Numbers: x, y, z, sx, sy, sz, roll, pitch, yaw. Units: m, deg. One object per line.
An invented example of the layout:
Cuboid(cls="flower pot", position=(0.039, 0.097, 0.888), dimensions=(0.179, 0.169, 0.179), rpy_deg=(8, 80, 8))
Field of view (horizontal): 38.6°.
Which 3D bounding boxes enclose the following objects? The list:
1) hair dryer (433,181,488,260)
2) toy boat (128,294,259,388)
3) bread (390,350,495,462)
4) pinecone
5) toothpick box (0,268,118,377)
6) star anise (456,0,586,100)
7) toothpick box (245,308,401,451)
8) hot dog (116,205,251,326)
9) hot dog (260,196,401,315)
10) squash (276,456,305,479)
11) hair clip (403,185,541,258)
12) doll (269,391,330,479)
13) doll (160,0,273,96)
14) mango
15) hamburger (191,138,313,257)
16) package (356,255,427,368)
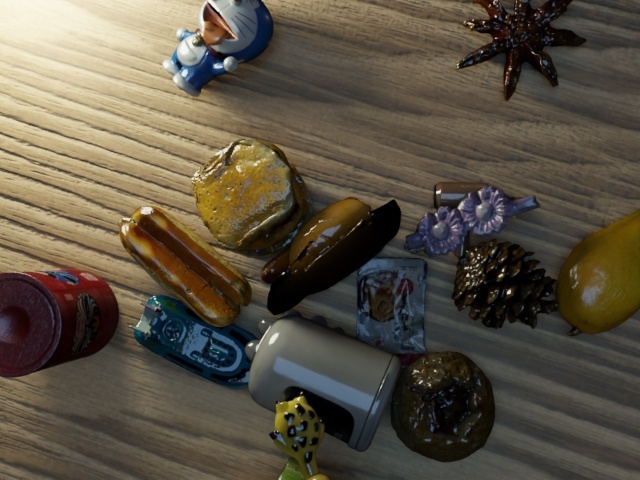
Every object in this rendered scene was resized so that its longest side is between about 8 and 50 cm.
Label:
Cuboid(cls="hair dryer", position=(0.295, -0.032, 1.927), dimensions=(0.117, 0.064, 0.182), rpy_deg=(1, 95, 7))
Cuboid(cls="toy boat", position=(-0.261, 0.225, 1.967), dimensions=(0.298, 0.092, 0.134), rpy_deg=(23, 88, 7))
Cuboid(cls="bread", position=(0.255, 0.344, 1.870), dimensions=(0.229, 0.123, 0.230), rpy_deg=(-1, 93, -11))
Cuboid(cls="pinecone", position=(0.373, 0.096, 1.859), dimensions=(0.204, 0.184, 0.179), rpy_deg=(29, 87, -19))
Cuboid(cls="toothpick box", position=(-0.563, 0.160, 1.877), dimensions=(0.204, 0.333, 0.204), rpy_deg=(0, 88, 5))
Cuboid(cls="star anise", position=(0.409, -0.433, 1.906), dimensions=(0.288, 0.088, 0.288), rpy_deg=(0, 88, 8))
Cuboid(cls="toothpick box", position=(-0.006, 0.270, 1.884), dimensions=(0.316, 0.229, 0.229), rpy_deg=(23, 92, 8))
Cuboid(cls="hot dog", position=(-0.298, 0.048, 1.969), dimensions=(0.337, 0.100, 0.135), rpy_deg=(39, 85, 4))
Cuboid(cls="hot dog", position=(0.003, 0.002, 1.896), dimensions=(0.326, 0.194, 0.107), rpy_deg=(-27, 56, -15))
Cuboid(cls="squash", position=(0.035, 0.651, 1.843), dimensions=(0.384, 0.263, 0.263), rpy_deg=(31, 92, 5))
Cuboid(cls="hair clip", position=(0.302, -0.041, 1.867), dimensions=(0.292, 0.084, 0.106), rpy_deg=(-22, 81, 15))
Cuboid(cls="doll", position=(-0.017, 0.436, 1.736), dimensions=(0.117, 0.086, 0.291), rpy_deg=(-15, 78, -20))
Cuboid(cls="doll", position=(-0.224, -0.427, 1.941), dimensions=(0.257, 0.161, 0.215), rpy_deg=(-43, 59, 7))
Cuboid(cls="mango", position=(0.595, 0.065, 1.868), dimensions=(0.176, 0.119, 0.317), rpy_deg=(41, 85, 8))
Cuboid(cls="hamburger", position=(-0.140, -0.085, 1.925), dimensions=(0.244, 0.163, 0.245), rpy_deg=(-1, 87, 14))
Cuboid(cls="package", position=(0.152, 0.153, 1.947), dimensions=(0.154, 0.030, 0.239), rpy_deg=(2, 94, 18))
